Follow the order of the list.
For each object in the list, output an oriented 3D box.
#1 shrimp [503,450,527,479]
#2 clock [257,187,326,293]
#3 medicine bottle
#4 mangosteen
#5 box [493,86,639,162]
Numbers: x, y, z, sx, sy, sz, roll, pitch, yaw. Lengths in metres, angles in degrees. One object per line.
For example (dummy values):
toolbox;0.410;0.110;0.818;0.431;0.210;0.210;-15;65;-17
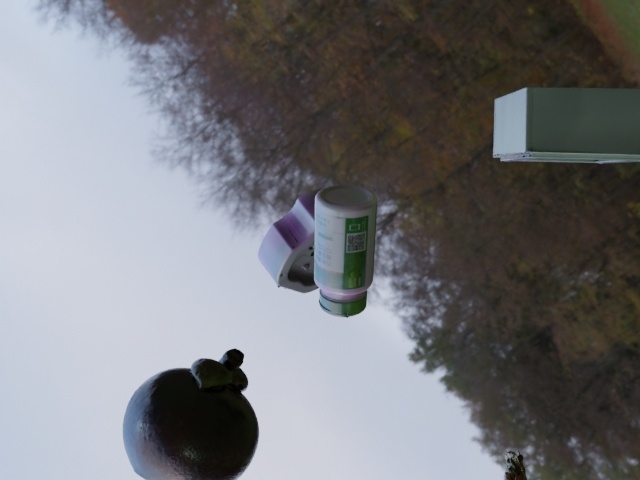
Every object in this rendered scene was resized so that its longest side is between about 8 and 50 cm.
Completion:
shrimp;0.429;0.562;1.730;0.115;0.051;0.217;-35;-54;-55
clock;0.000;0.000;2.130;0.102;0.338;0.339;53;-160;28
medicine bottle;0.052;0.027;1.681;0.133;0.134;0.274;-75;-14;-62
mangosteen;-0.193;0.277;1.192;0.216;0.216;0.216;42;-155;-25
box;0.432;-0.193;1.339;0.225;0.225;0.117;-94;5;-85
